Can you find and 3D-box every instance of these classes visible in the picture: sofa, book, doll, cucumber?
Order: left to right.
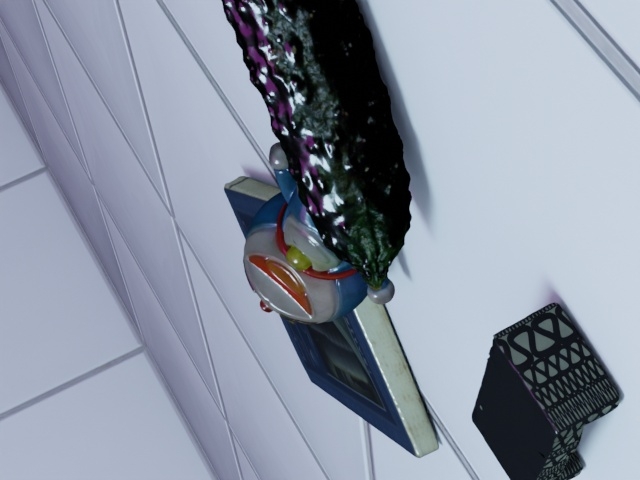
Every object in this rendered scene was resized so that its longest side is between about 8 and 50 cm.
[{"bbox_3d":[-0.012,-0.110,0.799,0.300,0.072,0.072,66,168,-17],"label":"cucumber"},{"bbox_3d":[0.000,0.000,0.939,0.114,0.085,0.152,44,154,4],"label":"doll"},{"bbox_3d":[0.001,0.049,1.153,0.191,0.025,0.269,67,167,-13],"label":"book"},{"bbox_3d":[0.109,0.083,0.749,0.060,0.039,0.118,61,168,23],"label":"sofa"}]
